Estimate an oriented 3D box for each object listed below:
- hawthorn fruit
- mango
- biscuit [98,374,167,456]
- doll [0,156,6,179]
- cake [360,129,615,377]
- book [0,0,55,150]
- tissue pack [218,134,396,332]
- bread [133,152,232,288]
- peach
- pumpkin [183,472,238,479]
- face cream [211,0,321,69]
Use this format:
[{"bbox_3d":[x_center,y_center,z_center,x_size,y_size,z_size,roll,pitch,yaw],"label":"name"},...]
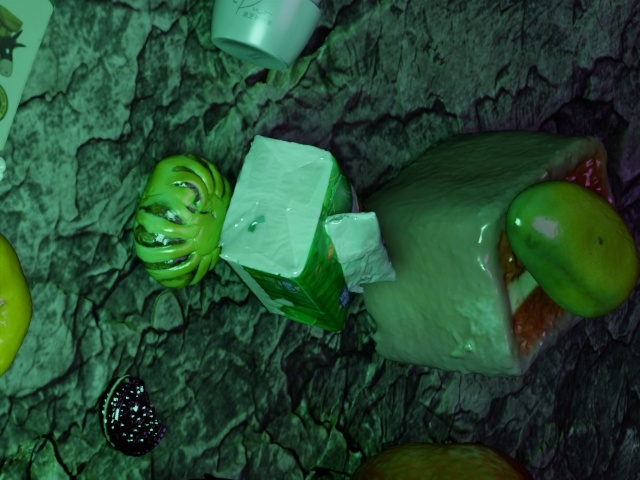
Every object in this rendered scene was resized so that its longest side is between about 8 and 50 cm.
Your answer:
[{"bbox_3d":[0.180,0.375,2.050,0.369,0.285,0.284,6,88,-55],"label":"hawthorn fruit"},{"bbox_3d":[0.296,0.001,1.960,0.237,0.091,0.137,46,55,-41],"label":"mango"},{"bbox_3d":[-0.196,0.184,1.766,0.089,0.027,0.087,1,93,-50],"label":"biscuit"},{"bbox_3d":[-0.331,-0.076,1.571,0.085,0.040,0.058,-15,117,-45],"label":"doll"},{"bbox_3d":[0.213,0.011,2.101,0.309,0.230,0.237,-37,119,-43],"label":"cake"},{"bbox_3d":[-0.330,-0.243,1.567,0.202,0.027,0.264,34,67,-46],"label":"book"},{"bbox_3d":[0.000,0.001,1.845,0.209,0.156,0.148,58,48,-67],"label":"tissue pack"},{"bbox_3d":[-0.141,-0.021,1.787,0.139,0.071,0.130,-57,137,-31],"label":"bread"},{"bbox_3d":[-0.341,0.061,1.519,0.179,0.103,0.179,-9,102,-53],"label":"peach"},{"bbox_3d":[-0.124,0.376,1.649,0.296,0.296,0.296,-5,97,-51],"label":"pumpkin"},{"bbox_3d":[-0.060,-0.250,1.832,0.117,0.117,0.104,30,77,-48],"label":"face cream"}]
